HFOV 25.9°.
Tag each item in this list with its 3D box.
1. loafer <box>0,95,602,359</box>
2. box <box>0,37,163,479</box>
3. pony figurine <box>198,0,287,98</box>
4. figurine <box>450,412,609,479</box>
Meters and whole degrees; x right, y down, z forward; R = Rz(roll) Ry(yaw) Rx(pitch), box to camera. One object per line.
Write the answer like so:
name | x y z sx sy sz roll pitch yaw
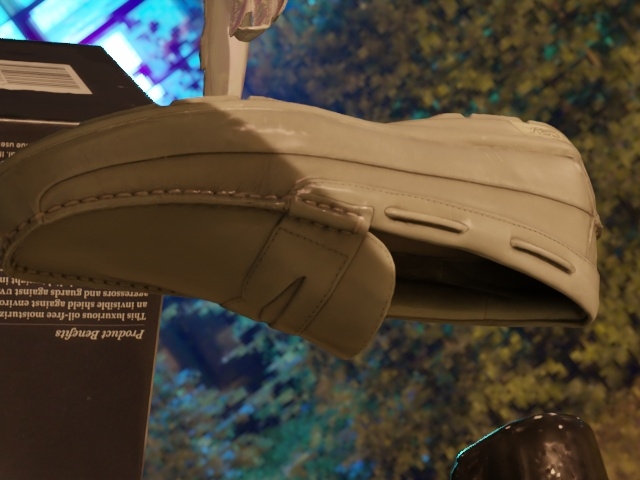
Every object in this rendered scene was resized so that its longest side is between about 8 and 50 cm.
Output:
loafer | 0.000 0.000 0.667 0.320 0.111 0.112 -2 -26 -23
box | -0.239 0.009 1.102 0.183 0.294 0.296 2 19 -21
pony figurine | -0.101 -0.281 1.106 0.303 0.364 0.351 130 156 -67
figurine | 0.073 0.221 0.723 0.215 0.209 0.092 -20 -37 5
